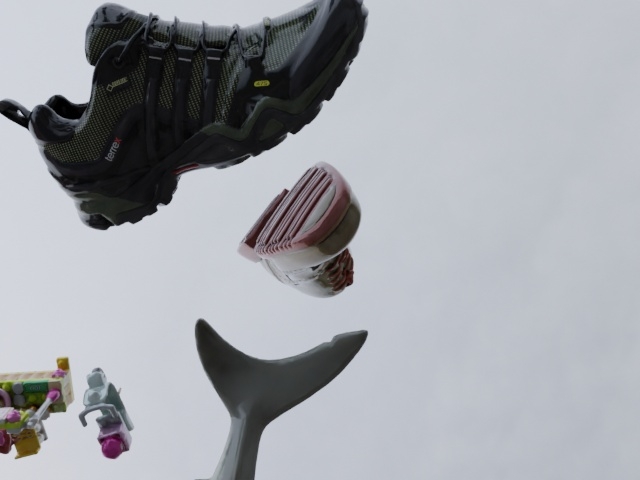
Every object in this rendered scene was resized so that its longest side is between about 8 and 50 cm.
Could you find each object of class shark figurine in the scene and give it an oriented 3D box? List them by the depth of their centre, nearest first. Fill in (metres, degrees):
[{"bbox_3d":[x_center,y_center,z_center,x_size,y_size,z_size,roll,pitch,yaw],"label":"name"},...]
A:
[{"bbox_3d":[-0.045,0.164,0.340,0.278,0.116,0.166,-51,-36,-59],"label":"shark figurine"}]

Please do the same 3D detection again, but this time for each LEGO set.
[{"bbox_3d":[-0.325,0.196,0.676,0.287,0.107,0.132,-25,-78,4],"label":"LEGO set"}]

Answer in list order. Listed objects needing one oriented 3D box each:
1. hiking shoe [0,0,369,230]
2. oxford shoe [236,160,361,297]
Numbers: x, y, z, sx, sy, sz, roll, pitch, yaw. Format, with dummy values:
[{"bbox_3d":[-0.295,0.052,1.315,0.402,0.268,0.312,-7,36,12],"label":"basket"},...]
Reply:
[{"bbox_3d":[-0.081,-0.099,0.442,0.227,0.086,0.114,-32,-62,9],"label":"hiking shoe"},{"bbox_3d":[0.000,0.000,0.846,0.130,0.348,0.123,38,-98,-9],"label":"oxford shoe"}]
